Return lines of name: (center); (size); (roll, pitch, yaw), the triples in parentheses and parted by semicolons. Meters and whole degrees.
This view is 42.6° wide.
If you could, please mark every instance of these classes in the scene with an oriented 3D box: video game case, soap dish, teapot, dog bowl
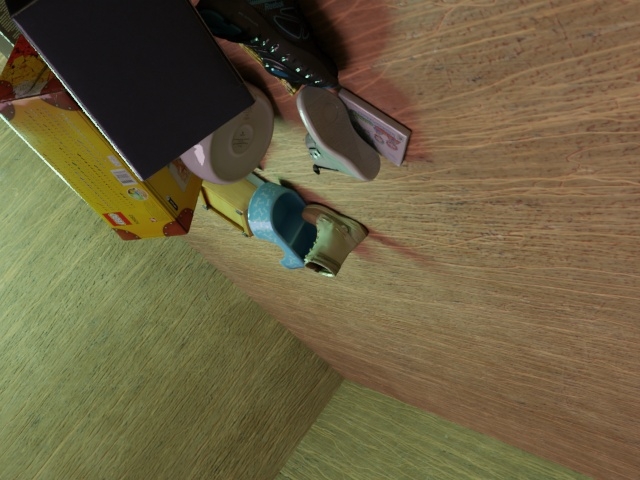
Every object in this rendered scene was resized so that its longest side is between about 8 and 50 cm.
video game case: (0.100, -0.217, 1.592); (0.157, 0.019, 0.143); (34, 165, 10)
soap dish: (-0.263, -0.134, 2.463); (0.229, 0.118, 0.291); (34, 166, 10)
teapot: (-0.241, -0.254, 1.809); (0.187, 0.252, 0.256); (27, 161, 28)
dog bowl: (-0.082, -0.036, 2.286); (0.074, 0.166, 0.297); (6, 148, 42)

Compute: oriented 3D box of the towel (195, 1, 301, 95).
towel: (-0.123, -0.368, 1.516); (0.237, 0.102, 0.021); (41, 122, -13)

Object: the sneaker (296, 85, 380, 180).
sneaker: (-0.004, -0.209, 1.618); (0.151, 0.094, 0.256); (14, 156, 44)

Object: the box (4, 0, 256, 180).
box: (-0.311, -0.321, 1.261); (0.293, 0.212, 0.395); (56, 175, -34)

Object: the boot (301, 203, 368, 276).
boot: (0.000, 0.000, 2.177); (0.213, 0.165, 0.077); (24, 160, 35)

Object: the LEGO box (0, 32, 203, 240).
LEGO box: (-0.449, -0.291, 1.837); (0.193, 0.372, 0.500); (-5, 144, 22)

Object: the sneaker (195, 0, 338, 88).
sneaker: (-0.060, -0.358, 1.365); (0.125, 0.139, 0.341); (15, 174, 33)

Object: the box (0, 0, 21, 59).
box: (-0.928, -0.673, 2.313); (0.191, 0.143, 0.381); (23, 161, 41)
